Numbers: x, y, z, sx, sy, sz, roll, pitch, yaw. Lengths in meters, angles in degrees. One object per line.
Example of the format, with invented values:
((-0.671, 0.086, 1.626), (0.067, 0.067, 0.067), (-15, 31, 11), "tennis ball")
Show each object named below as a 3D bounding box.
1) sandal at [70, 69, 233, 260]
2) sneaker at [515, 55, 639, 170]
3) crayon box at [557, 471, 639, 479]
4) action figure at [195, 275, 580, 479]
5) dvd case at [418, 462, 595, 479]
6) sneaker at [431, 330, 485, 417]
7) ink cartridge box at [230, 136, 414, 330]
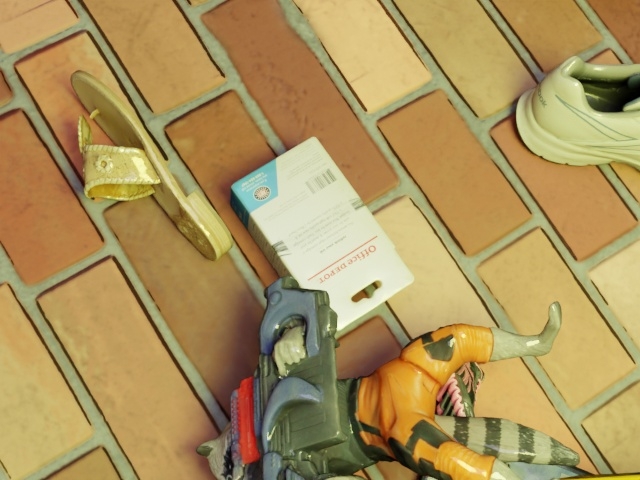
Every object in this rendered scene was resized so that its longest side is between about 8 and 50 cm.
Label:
((-0.193, -0.060, 1.017), (0.079, 0.088, 0.240), (-41, 87, -22), "sandal")
((0.361, -0.122, 1.080), (0.297, 0.129, 0.111), (6, 71, -4), "sneaker")
((0.370, 0.367, 0.840), (0.313, 0.106, 0.362), (-13, 75, 34), "crayon box")
((0.049, 0.202, 0.899), (0.330, 0.178, 0.341), (-8, 58, 20), "action figure")
((0.158, 0.315, 0.979), (0.180, 0.022, 0.253), (22, 72, 1), "dvd case")
((0.140, 0.141, 1.011), (0.057, 0.047, 0.119), (4, 54, -22), "sneaker")
((0.000, 0.000, 1.036), (0.104, 0.060, 0.180), (-32, 79, -16), "ink cartridge box")
